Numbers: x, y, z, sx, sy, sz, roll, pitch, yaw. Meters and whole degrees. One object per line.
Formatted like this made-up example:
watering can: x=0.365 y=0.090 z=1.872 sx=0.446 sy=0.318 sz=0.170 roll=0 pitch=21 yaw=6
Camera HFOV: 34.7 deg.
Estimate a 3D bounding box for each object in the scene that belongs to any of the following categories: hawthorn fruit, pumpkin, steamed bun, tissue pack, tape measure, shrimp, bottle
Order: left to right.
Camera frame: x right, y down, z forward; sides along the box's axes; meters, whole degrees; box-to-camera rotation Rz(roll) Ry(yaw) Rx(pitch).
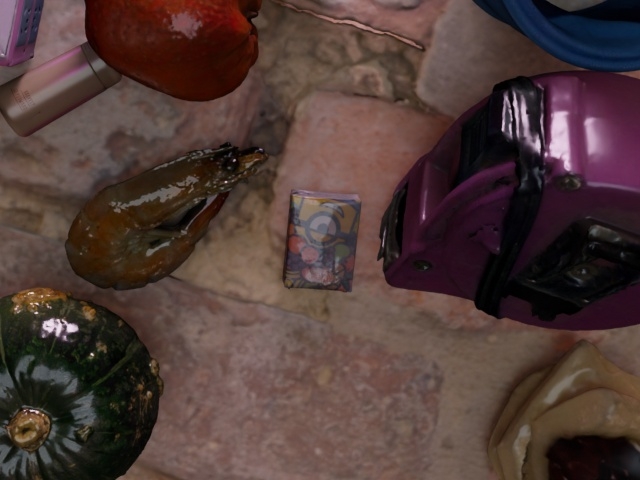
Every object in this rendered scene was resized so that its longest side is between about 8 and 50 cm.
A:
pumpkin: x=-0.227 y=0.129 z=0.830 sx=0.190 sy=0.146 sz=0.190 roll=0 pitch=89 yaw=-25
bottle: x=-0.209 y=-0.124 z=0.819 sx=0.096 sy=0.045 sz=0.045 roll=-29 pitch=106 yaw=0
shrimp: x=-0.127 y=-0.025 z=0.861 sx=0.190 sy=0.042 sz=0.101 roll=-33 pitch=127 yaw=1
hawthorn fruit: x=-0.114 y=-0.172 z=0.776 sx=0.138 sy=0.133 sz=0.133 roll=9 pitch=103 yaw=0
tissue pack: x=0.000 y=0.000 z=0.884 sx=0.063 sy=0.035 sz=0.083 roll=5 pitch=105 yaw=-9
tape measure: x=0.191 y=-0.015 z=0.815 sx=0.231 sy=0.149 sz=0.245 roll=18 pitch=145 yaw=-11
steamed bun: x=0.292 y=0.318 z=0.934 sx=0.247 sy=0.189 sz=0.428 roll=-36 pitch=107 yaw=10

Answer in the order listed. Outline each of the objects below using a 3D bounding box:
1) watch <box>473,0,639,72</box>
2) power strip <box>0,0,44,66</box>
watch: x=0.182 y=-0.261 z=0.755 sx=0.305 sy=0.241 sz=0.274 roll=-14 pitch=119 yaw=-3
power strip: x=-0.213 y=-0.258 z=0.750 sx=0.037 sy=0.109 sz=0.279 roll=13 pitch=102 yaw=-8
